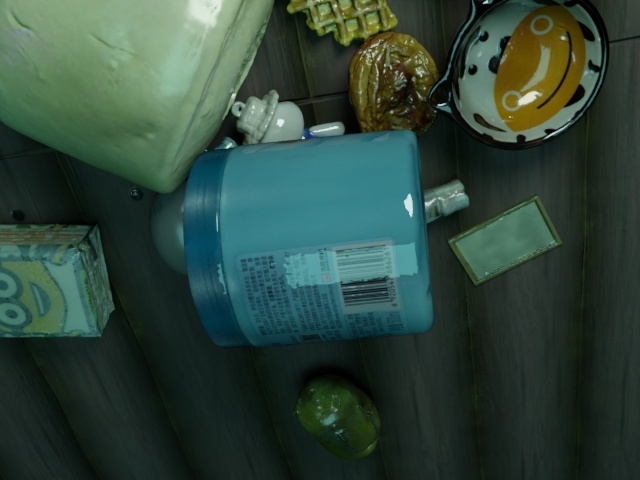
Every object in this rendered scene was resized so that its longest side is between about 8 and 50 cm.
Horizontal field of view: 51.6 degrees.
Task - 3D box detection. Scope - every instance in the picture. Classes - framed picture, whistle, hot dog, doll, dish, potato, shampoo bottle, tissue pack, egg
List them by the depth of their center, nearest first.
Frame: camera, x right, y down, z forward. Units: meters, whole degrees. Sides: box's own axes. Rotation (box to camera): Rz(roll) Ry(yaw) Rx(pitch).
[{"bbox_3d":[0.000,0.000,1.066,0.342,0.331,0.331,-5,122,10],"label":"shampoo bottle"},{"bbox_3d":[0.326,-0.301,1.120,0.303,0.120,0.303,-2,119,-4],"label":"dish"},{"bbox_3d":[0.126,-0.244,1.149,0.160,0.099,0.227,-28,139,-3],"label":"hot dog"},{"bbox_3d":[-0.033,-0.175,1.208,0.293,0.119,0.138,25,109,-22],"label":"doll"},{"bbox_3d":[-0.253,-0.023,1.272,0.146,0.146,0.199,-6,119,3],"label":"egg"},{"bbox_3d":[0.118,-0.034,1.295,0.346,0.134,0.142,-22,117,1],"label":"whistle"},{"bbox_3d":[-0.600,0.082,1.346,0.311,0.128,0.228,1,122,1],"label":"tissue pack"},{"bbox_3d":[0.384,0.003,1.379,0.201,0.010,0.136,-28,119,16],"label":"framed picture"},{"bbox_3d":[0.048,0.417,1.551,0.169,0.143,0.248,-20,121,23],"label":"potato"}]

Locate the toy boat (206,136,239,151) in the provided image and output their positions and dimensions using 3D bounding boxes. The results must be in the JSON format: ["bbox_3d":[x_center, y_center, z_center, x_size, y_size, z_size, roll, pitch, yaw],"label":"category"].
[{"bbox_3d":[-0.195,-0.149,1.245,0.215,0.088,0.102,45,77,-24],"label":"toy boat"}]

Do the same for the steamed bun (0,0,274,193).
[{"bbox_3d":[-0.290,-0.311,0.983,0.371,0.290,0.456,23,113,-8],"label":"steamed bun"}]

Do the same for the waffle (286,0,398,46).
[{"bbox_3d":[0.050,-0.451,1.067,0.249,0.056,0.253,35,114,-21],"label":"waffle"}]
